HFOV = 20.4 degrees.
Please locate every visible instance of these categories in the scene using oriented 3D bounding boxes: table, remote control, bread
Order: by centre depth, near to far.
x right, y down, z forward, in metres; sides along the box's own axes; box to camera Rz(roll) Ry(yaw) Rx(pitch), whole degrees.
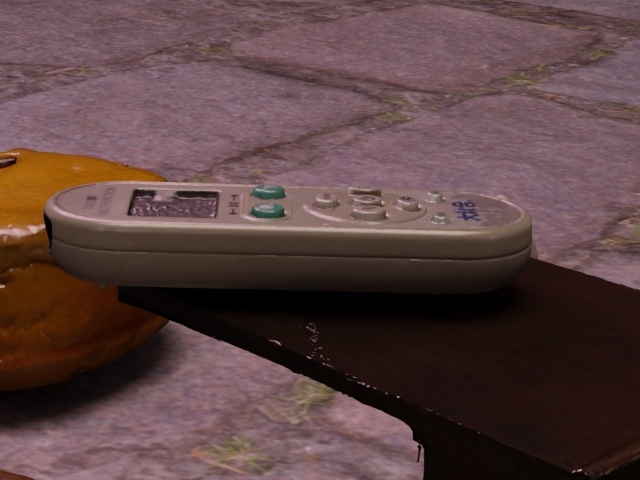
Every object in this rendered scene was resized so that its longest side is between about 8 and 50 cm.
[{"bbox_3d":[-0.014,0.000,0.808,0.221,0.042,0.078,0,17,-2],"label":"remote control"},{"bbox_3d":[0.065,0.146,0.830,0.196,0.250,0.282,-17,25,-41],"label":"table"},{"bbox_3d":[-0.215,0.024,1.310,0.195,0.142,0.270,9,17,24],"label":"bread"}]

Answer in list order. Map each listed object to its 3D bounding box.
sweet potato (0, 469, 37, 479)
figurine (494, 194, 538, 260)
[{"bbox_3d":[-0.316,0.151,0.984,0.385,0.109,0.109,4,18,6],"label":"sweet potato"},{"bbox_3d":[0.127,0.104,0.981,0.155,0.235,0.127,20,25,40],"label":"figurine"}]
